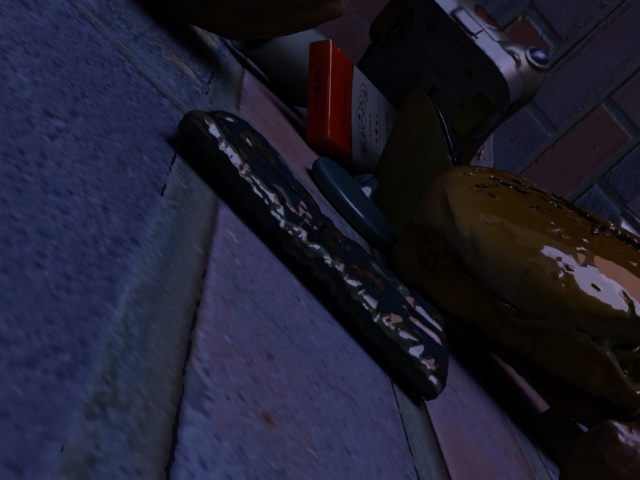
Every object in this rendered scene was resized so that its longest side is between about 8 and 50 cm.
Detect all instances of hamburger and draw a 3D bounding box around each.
[{"bbox_3d":[0.221,0.050,1.045,0.305,0.174,0.284,28,16,10],"label":"hamburger"}]

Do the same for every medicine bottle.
[{"bbox_3d":[0.472,0.009,1.708,0.069,0.183,0.119,45,9,1],"label":"medicine bottle"}]

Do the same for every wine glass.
[{"bbox_3d":[-0.023,-0.236,1.420,0.231,0.103,0.103,34,16,-50],"label":"wine glass"}]

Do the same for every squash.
[{"bbox_3d":[0.143,-0.061,1.290,0.204,0.155,0.237,40,9,-30],"label":"squash"}]

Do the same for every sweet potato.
[{"bbox_3d":[0.239,0.227,0.686,0.292,0.097,0.097,50,7,-23],"label":"sweet potato"}]

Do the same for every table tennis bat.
[{"bbox_3d":[0.042,-0.046,1.131,0.124,0.033,0.201,48,11,-4],"label":"table tennis bat"}]

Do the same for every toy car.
[{"bbox_3d":[0.186,-0.233,1.561,0.226,0.336,0.242,-31,75,-38],"label":"toy car"}]

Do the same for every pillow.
[{"bbox_3d":[0.001,0.001,0.749,0.255,0.034,0.189,45,7,-3],"label":"pillow"}]

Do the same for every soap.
[{"bbox_3d":[0.277,0.251,0.929,0.092,0.037,0.252,39,12,-35],"label":"soap"}]

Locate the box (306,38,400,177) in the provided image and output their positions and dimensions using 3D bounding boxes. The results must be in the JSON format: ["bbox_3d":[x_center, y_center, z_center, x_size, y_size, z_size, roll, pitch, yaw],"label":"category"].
[{"bbox_3d":[0.050,-0.149,1.372,0.245,0.035,0.139,30,57,-59],"label":"box"}]

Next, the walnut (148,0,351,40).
[{"bbox_3d":[-0.089,-0.356,1.074,0.333,0.333,0.333,46,9,-9],"label":"walnut"}]

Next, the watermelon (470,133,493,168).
[{"bbox_3d":[0.213,-0.204,1.884,0.262,0.201,0.212,12,-59,46],"label":"watermelon"}]

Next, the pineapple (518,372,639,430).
[{"bbox_3d":[0.314,0.168,1.291,0.198,0.108,0.108,29,15,-22],"label":"pineapple"}]
